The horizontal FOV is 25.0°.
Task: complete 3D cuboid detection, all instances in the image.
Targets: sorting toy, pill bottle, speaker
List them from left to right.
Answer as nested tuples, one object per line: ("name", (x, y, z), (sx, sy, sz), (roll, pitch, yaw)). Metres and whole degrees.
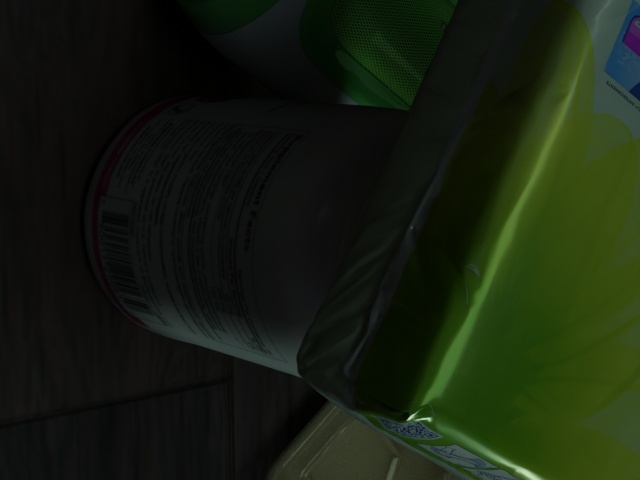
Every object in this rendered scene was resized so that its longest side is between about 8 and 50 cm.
("pill bottle", (0.000, 0.000, 0.835), (0.160, 0.283, 0.160), (-8, 102, -39))
("speaker", (0.042, -0.118, 0.955), (0.296, 0.131, 0.131), (36, 74, -37))
("sorting toy", (0.089, 0.208, 1.104), (0.229, 0.041, 0.307), (-49, 124, -28))

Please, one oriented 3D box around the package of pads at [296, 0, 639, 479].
("package of pads", (0.142, -0.011, 0.700), (0.229, 0.101, 0.296), (34, 76, -36))
